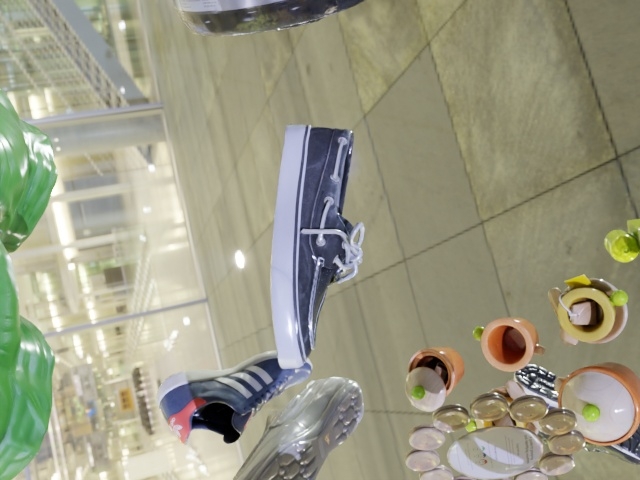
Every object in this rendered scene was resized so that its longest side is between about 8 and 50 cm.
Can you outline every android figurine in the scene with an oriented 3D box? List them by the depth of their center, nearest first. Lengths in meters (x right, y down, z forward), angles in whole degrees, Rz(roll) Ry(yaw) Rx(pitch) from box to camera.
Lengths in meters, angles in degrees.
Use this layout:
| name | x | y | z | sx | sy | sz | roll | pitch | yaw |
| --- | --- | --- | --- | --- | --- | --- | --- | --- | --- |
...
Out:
| name | x | y | z | sx | sy | sz | roll | pitch | yaw |
| --- | --- | --- | --- | --- | --- | --- | --- | --- | --- |
| android figurine | 0.554 | -0.008 | 0.998 | 0.273 | 0.248 | 0.056 | -30 | -69 | -73 |

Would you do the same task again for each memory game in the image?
| name | x | y | z | sx | sy | sz | roll | pitch | yaw |
| --- | --- | --- | --- | --- | --- | --- | --- | --- | --- |
| memory game | 0.178 | 0.215 | 0.701 | 0.012 | 0.186 | 0.186 | -89 | 3 | -50 |

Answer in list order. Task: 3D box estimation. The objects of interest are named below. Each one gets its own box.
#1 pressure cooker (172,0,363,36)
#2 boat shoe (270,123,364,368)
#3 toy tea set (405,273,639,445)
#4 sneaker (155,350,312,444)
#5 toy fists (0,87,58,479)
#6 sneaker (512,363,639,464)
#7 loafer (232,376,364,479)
| name | x | y | z | sx | sy | sz | roll | pitch | yaw |
| --- | --- | --- | --- | --- | --- | --- | --- | --- | --- |
| pressure cooker | -0.095 | -0.562 | 1.030 | 0.376 | 0.369 | 0.421 | -85 | -16 | -59 |
| boat shoe | 0.000 | 0.001 | 0.816 | 0.113 | 0.104 | 0.307 | 85 | -172 | -63 |
| toy tea set | 0.260 | 0.187 | 0.895 | 0.336 | 0.124 | 0.200 | -29 | 78 | 34 |
| sneaker | -0.156 | 0.336 | 1.413 | 0.148 | 0.349 | 0.131 | 56 | 143 | 37 |
| toy fists | -0.208 | -0.010 | 0.352 | 0.142 | 0.096 | 0.279 | 52 | -159 | -54 |
| sneaker | 0.508 | 0.370 | 1.362 | 0.283 | 0.107 | 0.124 | 31 | 126 | 29 |
| loafer | -0.047 | 0.323 | 1.081 | 0.111 | 0.319 | 0.112 | 3 | 111 | 34 |
